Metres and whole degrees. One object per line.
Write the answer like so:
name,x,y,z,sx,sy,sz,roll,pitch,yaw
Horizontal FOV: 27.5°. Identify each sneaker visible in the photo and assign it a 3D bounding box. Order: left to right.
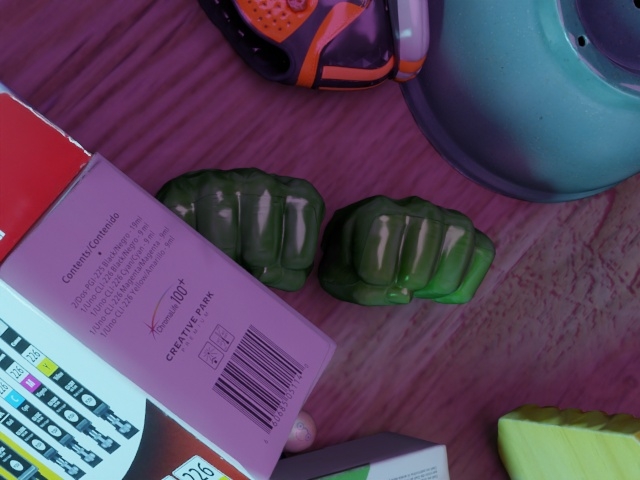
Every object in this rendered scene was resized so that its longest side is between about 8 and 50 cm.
sneaker,-0.020,-0.281,1.070,0.180,0.124,0.321,-6,83,-13

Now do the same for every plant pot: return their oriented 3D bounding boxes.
plant pot,0.231,-0.186,1.102,0.293,0.196,0.293,1,86,-17

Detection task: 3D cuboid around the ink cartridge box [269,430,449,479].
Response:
ink cartridge box,0.029,0.273,1.041,0.153,0.087,0.208,-9,95,-29

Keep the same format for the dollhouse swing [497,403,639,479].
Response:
dollhouse swing,0.354,0.251,1.029,0.315,0.347,0.305,-12,89,-17

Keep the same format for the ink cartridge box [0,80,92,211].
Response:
ink cartridge box,-0.215,-0.045,0.961,0.311,0.186,0.065,41,74,-11

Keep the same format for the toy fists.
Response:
toy fists,0.000,0.000,1.046,0.279,0.142,0.096,11,83,-15

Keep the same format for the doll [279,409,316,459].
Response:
doll,-0.074,0.207,1.059,0.189,0.046,0.129,-43,97,-21

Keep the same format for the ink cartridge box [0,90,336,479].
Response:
ink cartridge box,-0.194,0.092,0.887,0.272,0.309,0.130,39,45,-10
